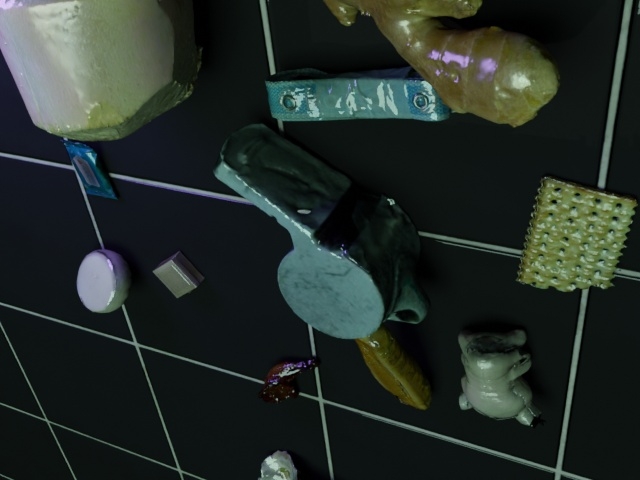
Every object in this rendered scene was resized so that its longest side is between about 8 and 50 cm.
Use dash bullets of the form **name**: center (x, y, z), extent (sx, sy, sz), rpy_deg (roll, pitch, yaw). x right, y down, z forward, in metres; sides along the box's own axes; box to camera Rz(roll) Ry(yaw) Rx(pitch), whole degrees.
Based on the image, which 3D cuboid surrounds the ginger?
- **ginger**: center (0.110, -0.304, 0.904), extent (0.348, 0.122, 0.362), rpy_deg (-3, 114, 43)

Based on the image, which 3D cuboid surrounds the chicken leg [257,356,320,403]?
- **chicken leg**: center (-0.075, 0.297, 1.567), extent (0.093, 0.053, 0.205), rpy_deg (16, 144, -12)

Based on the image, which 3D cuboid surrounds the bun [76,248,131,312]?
- **bun**: center (-0.455, 0.089, 1.601), extent (0.138, 0.094, 0.138), rpy_deg (-3, 85, 36)

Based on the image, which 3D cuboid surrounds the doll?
- **doll**: center (0.299, 0.233, 1.254), extent (0.149, 0.095, 0.192), rpy_deg (0, 122, 29)

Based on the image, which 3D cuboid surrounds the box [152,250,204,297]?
- **box**: center (-0.292, 0.073, 1.525), extent (0.079, 0.035, 0.083), rpy_deg (-27, 109, 42)

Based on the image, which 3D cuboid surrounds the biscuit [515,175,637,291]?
- **biscuit**: center (0.371, 0.003, 1.076), extent (0.144, 0.016, 0.203), rpy_deg (16, 131, 20)

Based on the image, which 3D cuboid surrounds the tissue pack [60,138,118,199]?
- **tissue pack**: center (-0.455, -0.142, 1.458), extent (0.085, 0.028, 0.138), rpy_deg (13, 135, 27)

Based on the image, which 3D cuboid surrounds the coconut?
- **coconut**: center (-0.324, -0.328, 1.056), extent (0.298, 0.297, 0.309), rpy_deg (14, 133, 21)

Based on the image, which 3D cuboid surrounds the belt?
- **belt**: center (0.058, -0.211, 1.049), extent (0.303, 0.087, 0.072), rpy_deg (6, 115, 27)

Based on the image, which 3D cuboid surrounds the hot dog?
- **hot dog**: center (0.134, 0.222, 1.315), extent (0.083, 0.068, 0.289), rpy_deg (7, 148, 31)

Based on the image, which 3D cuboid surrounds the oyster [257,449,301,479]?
- **oyster**: center (-0.003, 0.665, 1.784), extent (0.352, 0.114, 0.237), rpy_deg (23, 125, 7)

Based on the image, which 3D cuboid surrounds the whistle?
- **whistle**: center (0.012, -0.019, 1.170), extent (0.188, 0.168, 0.404), rpy_deg (-16, 116, 40)
